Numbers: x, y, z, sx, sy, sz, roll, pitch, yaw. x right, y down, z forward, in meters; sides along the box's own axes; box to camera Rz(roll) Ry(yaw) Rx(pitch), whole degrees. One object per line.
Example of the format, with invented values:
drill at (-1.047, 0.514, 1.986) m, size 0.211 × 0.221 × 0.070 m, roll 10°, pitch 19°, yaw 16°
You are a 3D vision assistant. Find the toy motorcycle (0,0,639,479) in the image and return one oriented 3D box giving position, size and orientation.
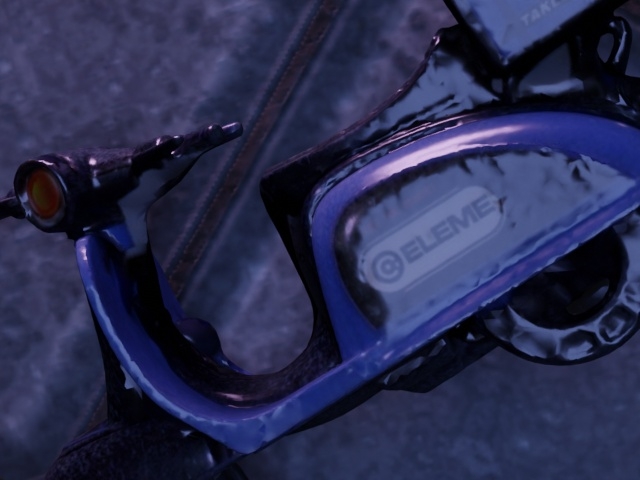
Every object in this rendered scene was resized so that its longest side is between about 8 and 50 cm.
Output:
toy motorcycle at (0.000, 0.000, 0.782) m, size 0.358 × 0.125 × 0.212 m, roll -34°, pitch 87°, yaw 10°

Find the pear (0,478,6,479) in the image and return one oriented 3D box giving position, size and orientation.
pear at (-0.153, 0.235, 0.705) m, size 0.294 × 0.294 × 0.294 m, roll 0°, pitch 87°, yaw 5°
